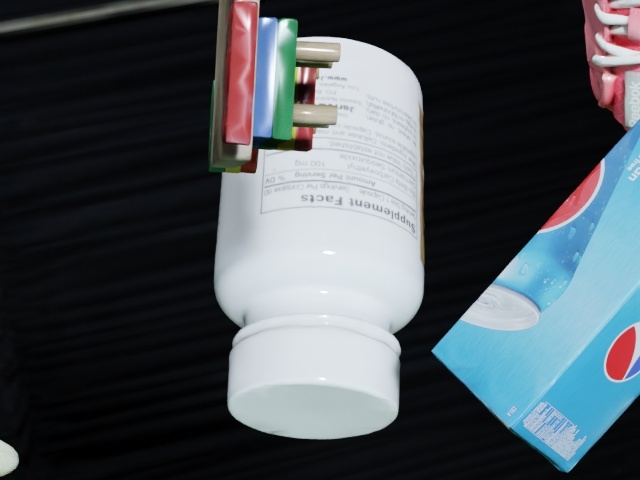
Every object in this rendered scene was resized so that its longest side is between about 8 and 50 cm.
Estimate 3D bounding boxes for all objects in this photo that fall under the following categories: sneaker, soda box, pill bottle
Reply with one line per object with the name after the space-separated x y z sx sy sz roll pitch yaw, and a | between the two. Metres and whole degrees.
0.212 -0.141 0.798 0.314 0.115 0.136 42 62 -59 | sneaker
0.159 0.010 0.665 0.067 0.210 0.071 40 3 -43 | soda box
0.000 0.000 0.824 0.131 0.131 0.229 100 -7 -62 | pill bottle

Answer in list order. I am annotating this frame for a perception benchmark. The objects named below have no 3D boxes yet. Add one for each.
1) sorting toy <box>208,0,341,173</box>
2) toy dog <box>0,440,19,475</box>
-0.017 -0.096 0.535 0.274 0.046 0.132 -166 -101 -84 | sorting toy
-0.211 0.331 0.831 0.284 0.408 0.396 7 -106 54 | toy dog
